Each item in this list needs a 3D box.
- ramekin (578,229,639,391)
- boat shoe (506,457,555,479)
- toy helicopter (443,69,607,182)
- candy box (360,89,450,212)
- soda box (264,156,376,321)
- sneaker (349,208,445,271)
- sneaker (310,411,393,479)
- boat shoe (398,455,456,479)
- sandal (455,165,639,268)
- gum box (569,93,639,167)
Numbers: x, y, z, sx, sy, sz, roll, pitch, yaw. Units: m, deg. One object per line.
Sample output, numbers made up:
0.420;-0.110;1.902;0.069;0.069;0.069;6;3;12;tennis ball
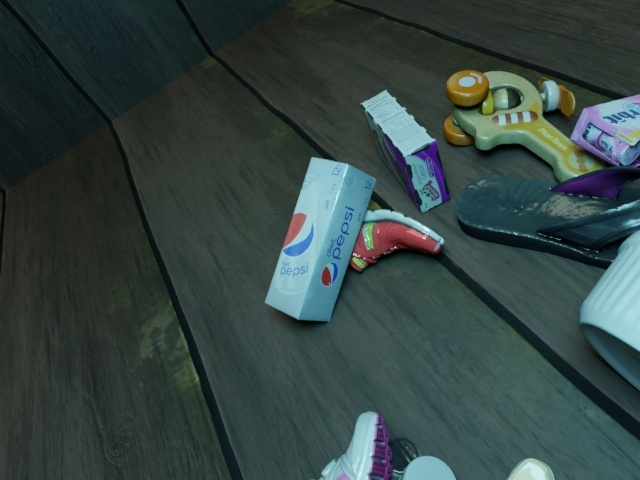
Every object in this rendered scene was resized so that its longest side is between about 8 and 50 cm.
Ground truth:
0.417;0.120;0.513;0.127;0.273;0.273;-46;44;3;ramekin
0.228;0.334;0.559;0.063;0.059;0.170;18;62;39;boat shoe
0.424;-0.231;0.937;0.235;0.140;0.355;-27;54;-8;toy helicopter
0.174;-0.190;0.985;0.071;0.159;0.233;-27;43;3;candy box
0.000;0.000;0.867;0.091;0.098;0.286;19;92;39;soda box
0.105;0.008;0.912;0.279;0.107;0.118;9;75;38;sneaker
0.018;0.347;0.632;0.111;0.103;0.252;6;55;31;sneaker
0.111;0.396;0.545;0.096;0.088;0.267;12;48;-6;boat shoe
0.432;-0.048;0.754;0.446;0.107;0.167;7;56;33;sandal
0.534;-0.188;0.801;0.189;0.062;0.107;-17;46;-20;gum box
